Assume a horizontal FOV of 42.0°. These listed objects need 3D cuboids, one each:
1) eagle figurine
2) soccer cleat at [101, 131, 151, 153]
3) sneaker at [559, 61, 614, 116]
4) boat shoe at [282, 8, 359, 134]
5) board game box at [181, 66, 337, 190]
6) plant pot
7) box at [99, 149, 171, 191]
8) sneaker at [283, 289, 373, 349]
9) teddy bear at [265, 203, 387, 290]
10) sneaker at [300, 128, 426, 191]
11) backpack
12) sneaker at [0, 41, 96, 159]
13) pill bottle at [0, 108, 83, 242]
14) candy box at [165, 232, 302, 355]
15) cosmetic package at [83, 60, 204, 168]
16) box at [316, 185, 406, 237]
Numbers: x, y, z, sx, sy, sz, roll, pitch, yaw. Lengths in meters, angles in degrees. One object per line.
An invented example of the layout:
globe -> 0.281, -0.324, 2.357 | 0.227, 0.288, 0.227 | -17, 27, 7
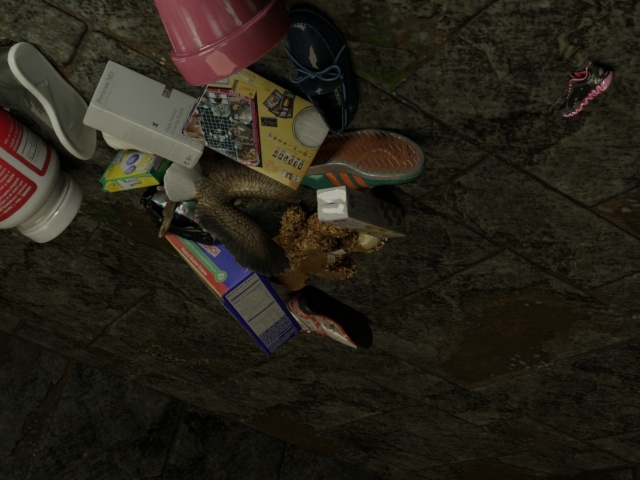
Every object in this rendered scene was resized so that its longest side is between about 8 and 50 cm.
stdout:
eagle figurine -> -0.183, -0.083, 1.792 | 0.298, 0.225, 0.226 | 20, 132, 13
soccer cleat -> -0.381, -0.224, 1.757 | 0.196, 0.068, 0.076 | 4, 147, 25
sneaker -> 0.425, -0.251, 1.368 | 0.057, 0.047, 0.119 | 35, 144, -5
boat shoe -> 0.011, -0.285, 1.441 | 0.109, 0.089, 0.258 | -4, 146, 29
board game box -> -0.114, -0.219, 1.557 | 0.243, 0.165, 0.042 | 26, -167, -19
plant pot -> -0.172, -0.369, 1.291 | 0.201, 0.201, 0.180 | -8, 128, 35
box -> -0.408, -0.163, 1.832 | 0.179, 0.105, 0.043 | -8, 136, 35
sneaker -> 0.014, 0.231, 2.354 | 0.270, 0.090, 0.145 | 35, 147, -26
teddy bear -> 0.000, 0.000, 1.957 | 0.245, 0.113, 0.338 | 17, 144, -19
sneaker -> 0.073, -0.146, 1.654 | 0.302, 0.108, 0.121 | 5, 155, 25
backpack -> -0.310, -0.067, 1.938 | 0.182, 0.115, 0.152 | 21, 164, 16
sneaker -> -0.586, -0.280, 1.720 | 0.146, 0.105, 0.296 | 0, 142, 27
pill bottle -> -0.733, -0.172, 1.838 | 0.229, 0.229, 0.407 | -9, 143, 36
candy box -> -0.211, 0.106, 2.072 | 0.268, 0.122, 0.317 | 43, 169, 38
cosmetic package -> -0.333, -0.246, 1.643 | 0.231, 0.117, 0.085 | 22, 150, -16
box -> 0.091, -0.053, 1.701 | 0.067, 0.063, 0.324 | -8, 171, 24
